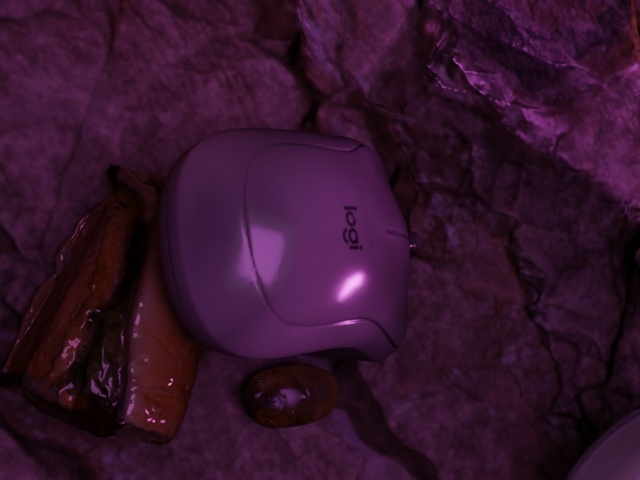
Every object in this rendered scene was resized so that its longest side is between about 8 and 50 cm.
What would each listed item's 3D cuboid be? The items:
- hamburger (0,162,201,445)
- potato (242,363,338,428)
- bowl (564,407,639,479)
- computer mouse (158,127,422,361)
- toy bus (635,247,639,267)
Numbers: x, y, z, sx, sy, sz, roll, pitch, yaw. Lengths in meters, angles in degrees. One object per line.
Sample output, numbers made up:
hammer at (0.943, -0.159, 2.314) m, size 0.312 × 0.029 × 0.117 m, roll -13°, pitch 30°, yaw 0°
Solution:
hamburger at (-0.131, 0.048, 1.187) m, size 0.135 × 0.155 × 0.208 m, roll 32°, pitch 69°, yaw -24°
potato at (-0.024, 0.126, 1.282) m, size 0.083 × 0.040 × 0.051 m, roll -6°, pitch 95°, yaw -22°
bowl at (0.352, 0.281, 1.333) m, size 0.307 × 0.163 × 0.307 m, roll -4°, pitch 80°, yaw 21°
computer mouse at (0.000, 0.000, 1.188) m, size 0.297 × 0.121 × 0.184 m, roll 10°, pitch 68°, yaw -54°
toy bus at (0.369, 0.056, 1.429) m, size 0.087 × 0.089 × 0.194 m, roll -46°, pitch 105°, yaw -17°
